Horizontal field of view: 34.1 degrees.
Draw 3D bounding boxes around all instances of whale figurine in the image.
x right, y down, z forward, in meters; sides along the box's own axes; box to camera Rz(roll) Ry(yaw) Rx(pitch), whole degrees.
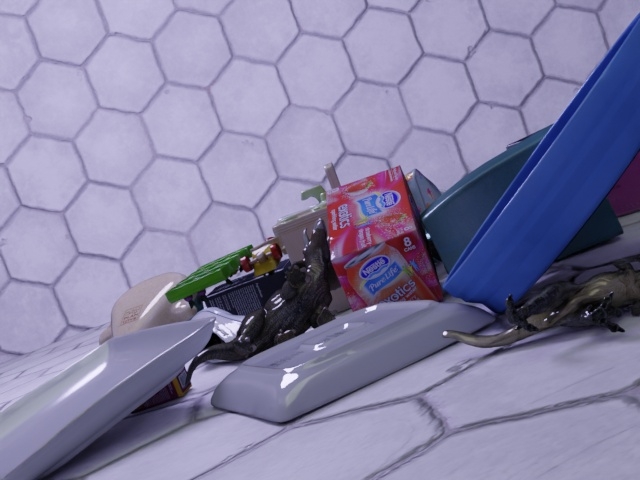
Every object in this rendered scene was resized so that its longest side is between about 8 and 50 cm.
[{"bbox_3d":[-0.305,0.179,1.914,0.216,0.141,0.272,-20,28,20],"label":"whale figurine"}]

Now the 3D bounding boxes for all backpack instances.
[{"bbox_3d":[0.152,-0.030,1.815,0.144,0.166,0.188,-23,-20,11],"label":"backpack"}]

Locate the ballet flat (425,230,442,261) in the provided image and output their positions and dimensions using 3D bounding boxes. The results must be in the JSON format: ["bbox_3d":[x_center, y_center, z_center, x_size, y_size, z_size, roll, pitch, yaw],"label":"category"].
[{"bbox_3d":[0.292,-0.036,1.640,0.280,0.096,0.095,-27,27,33],"label":"ballet flat"}]

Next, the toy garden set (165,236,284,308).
[{"bbox_3d":[-0.142,0.051,1.837,0.203,0.049,0.244,-23,6,12],"label":"toy garden set"}]

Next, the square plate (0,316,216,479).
[{"bbox_3d":[-0.331,0.223,1.374,0.347,0.049,0.344,-37,13,-34],"label":"square plate"}]

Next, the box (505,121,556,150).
[{"bbox_3d":[0.532,-0.182,2.170,0.165,0.143,0.270,-17,5,40],"label":"box"}]

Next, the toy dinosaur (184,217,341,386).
[{"bbox_3d":[-0.057,0.116,1.498,0.313,0.121,0.160,-50,0,-5],"label":"toy dinosaur"}]

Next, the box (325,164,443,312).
[{"bbox_3d":[0.088,0.003,1.518,0.128,0.123,0.257,-20,23,8],"label":"box"}]

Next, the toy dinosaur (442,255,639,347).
[{"bbox_3d":[0.229,0.061,0.962,0.268,0.064,0.118,-22,-4,18],"label":"toy dinosaur"}]

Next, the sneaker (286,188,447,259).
[{"bbox_3d":[0.108,-0.015,2.118,0.384,0.145,0.147,-22,3,1],"label":"sneaker"}]

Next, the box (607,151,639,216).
[{"bbox_3d":[0.523,-0.129,1.653,0.213,0.117,0.243,-19,3,26],"label":"box"}]

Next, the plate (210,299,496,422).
[{"bbox_3d":[0.022,0.128,1.217,0.278,0.045,0.277,-23,4,-22],"label":"plate"}]

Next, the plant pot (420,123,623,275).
[{"bbox_3d":[0.266,-0.039,1.464,0.234,0.166,0.166,-26,3,6],"label":"plant pot"}]

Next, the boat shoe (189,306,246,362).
[{"bbox_3d":[-0.171,0.152,1.646,0.075,0.083,0.226,-22,4,-33],"label":"boat shoe"}]

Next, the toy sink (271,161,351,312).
[{"bbox_3d":[0.000,0.000,1.759,0.131,0.234,0.153,-20,4,2],"label":"toy sink"}]

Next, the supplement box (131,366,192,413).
[{"bbox_3d":[-0.232,0.208,1.480,0.083,0.043,0.055,-21,5,8],"label":"supplement box"}]

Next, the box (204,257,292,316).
[{"bbox_3d":[-0.115,0.108,1.919,0.158,0.093,0.156,-21,4,7],"label":"box"}]

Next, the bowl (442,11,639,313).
[{"bbox_3d":[0.280,-0.083,1.179,0.391,0.077,0.391,-54,-5,-7],"label":"bowl"}]
